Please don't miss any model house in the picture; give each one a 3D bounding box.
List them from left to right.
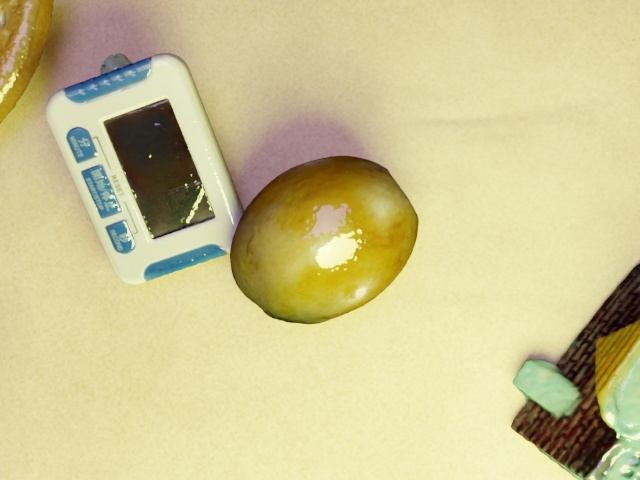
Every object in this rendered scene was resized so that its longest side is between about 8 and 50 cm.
[{"bbox_3d":[0.357,0.141,0.917,0.249,0.230,0.280,36,85,36],"label":"model house"}]

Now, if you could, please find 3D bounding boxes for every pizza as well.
[{"bbox_3d":[-0.471,-0.249,1.134,0.229,0.081,0.289,29,93,15],"label":"pizza"}]

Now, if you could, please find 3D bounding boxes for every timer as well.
[{"bbox_3d":[-0.205,-0.086,1.045,0.178,0.078,0.253,-18,105,3],"label":"timer"}]

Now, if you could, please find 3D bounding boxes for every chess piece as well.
[{"bbox_3d":[-0.242,-0.194,1.108,0.067,0.067,0.103,-40,70,0],"label":"chess piece"}]

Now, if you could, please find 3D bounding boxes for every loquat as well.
[{"bbox_3d":[0.000,0.000,0.990,0.227,0.179,0.179,-31,79,11],"label":"loquat"}]
